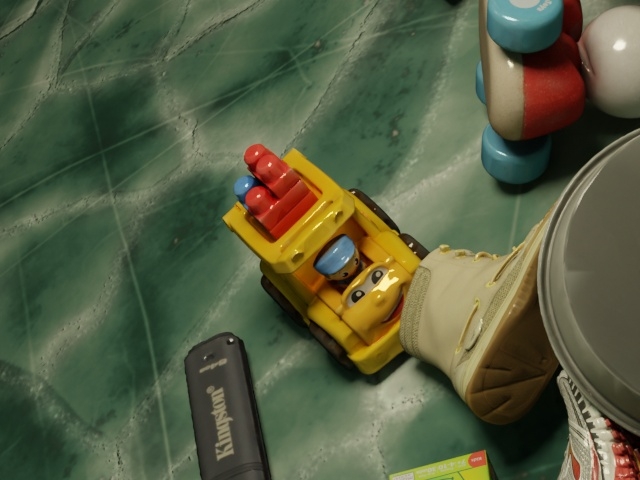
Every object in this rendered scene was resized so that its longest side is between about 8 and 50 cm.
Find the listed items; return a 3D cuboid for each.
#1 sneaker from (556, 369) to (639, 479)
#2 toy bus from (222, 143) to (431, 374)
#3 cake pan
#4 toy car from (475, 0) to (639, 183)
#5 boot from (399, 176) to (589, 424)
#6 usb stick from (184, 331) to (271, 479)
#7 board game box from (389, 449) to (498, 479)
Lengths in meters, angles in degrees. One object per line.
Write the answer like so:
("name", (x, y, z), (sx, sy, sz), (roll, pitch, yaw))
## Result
("sneaker", (0.225, 0.195, 1.243), (0.093, 0.088, 0.225), (-33, 36, 23))
("toy bus", (0.000, 0.000, 1.508), (0.149, 0.211, 0.220), (-43, 41, -4))
("cake pan", (0.324, 0.026, 1.209), (0.293, 0.054, 0.293), (-2, 74, 8))
("toy car", (0.280, -0.195, 1.504), (0.238, 0.219, 0.210), (-1, 48, 2))
("boot", (0.182, 0.024, 1.380), (0.262, 0.095, 0.203), (-60, 23, 3))
("usb stick", (-0.094, 0.206, 1.527), (0.077, 0.045, 0.278), (-31, 40, 15))
("board game box", (0.112, 0.268, 1.270), (0.092, 0.043, 0.181), (-16, 36, 12))
